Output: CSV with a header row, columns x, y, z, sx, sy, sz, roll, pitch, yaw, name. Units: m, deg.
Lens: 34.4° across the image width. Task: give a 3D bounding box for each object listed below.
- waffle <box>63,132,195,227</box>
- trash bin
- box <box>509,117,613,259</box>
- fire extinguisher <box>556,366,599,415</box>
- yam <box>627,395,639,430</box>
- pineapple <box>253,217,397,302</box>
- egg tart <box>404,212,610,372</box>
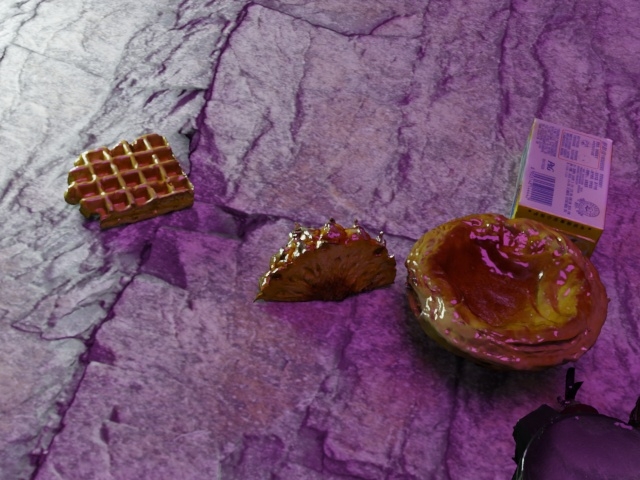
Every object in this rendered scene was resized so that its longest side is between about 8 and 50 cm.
x,y,z,sx,sy,sz,roll,pitch,yaw,name
-0.348,-0.104,1.812,0.211,0.055,0.160,-16,54,-24,waffle
0.321,0.390,1.343,0.203,0.301,0.252,-25,54,-29,trash bin
0.454,-0.097,1.953,0.168,0.097,0.265,16,47,2,box
0.408,0.305,1.575,0.071,0.099,0.231,-3,50,-6,fire extinguisher
0.574,0.259,1.542,0.201,0.271,0.202,37,45,23,yam
0.006,0.000,1.744,0.250,0.139,0.164,-2,47,-10,pineapple
0.301,0.102,1.705,0.352,0.150,0.352,5,42,-5,egg tart
